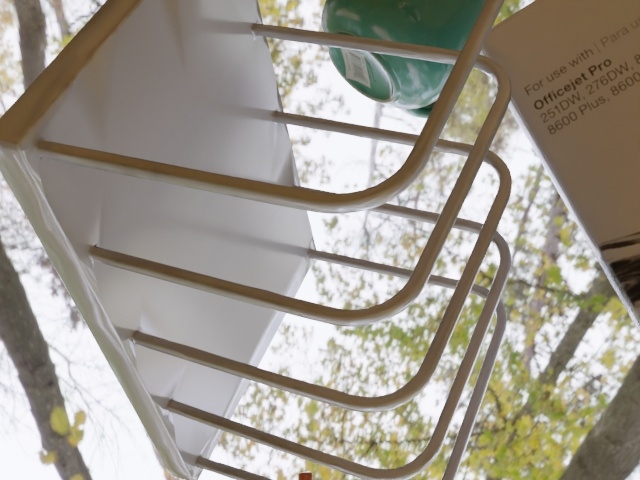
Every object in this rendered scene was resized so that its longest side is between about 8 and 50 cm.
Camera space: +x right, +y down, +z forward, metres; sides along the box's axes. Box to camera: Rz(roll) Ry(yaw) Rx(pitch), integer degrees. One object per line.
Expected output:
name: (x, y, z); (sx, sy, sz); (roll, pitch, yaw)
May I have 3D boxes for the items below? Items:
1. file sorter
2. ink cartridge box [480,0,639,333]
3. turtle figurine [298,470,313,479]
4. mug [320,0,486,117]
file sorter: (0.000, 0.000, 0.486); (0.173, 0.278, 0.193); (13, -128, 21)
ink cartridge box: (0.286, 0.028, 0.567); (0.166, 0.285, 0.395); (-32, -112, 19)
turtle figurine: (0.002, 0.311, 0.659); (0.217, 0.087, 0.269); (2, -110, 43)
mug: (0.073, -0.165, 0.779); (0.158, 0.129, 0.097); (47, -107, -15)
